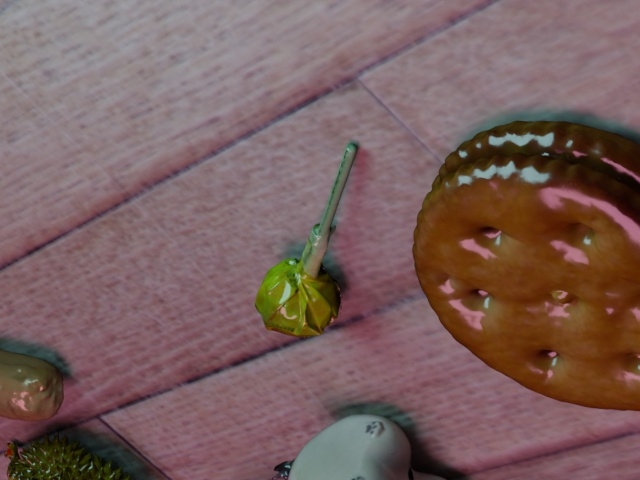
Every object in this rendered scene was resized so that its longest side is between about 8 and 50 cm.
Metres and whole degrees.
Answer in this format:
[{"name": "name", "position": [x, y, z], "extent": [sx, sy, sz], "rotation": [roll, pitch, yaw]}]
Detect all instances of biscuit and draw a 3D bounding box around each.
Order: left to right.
[{"name": "biscuit", "position": [0.162, 0.019, 1.247], "extent": [0.220, 0.066, 0.220], "rotation": [20, 144, 16]}]

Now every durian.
[{"name": "durian", "position": [-0.227, 0.240, 1.821], "extent": [0.208, 0.102, 0.146], "rotation": [33, 152, 43]}]

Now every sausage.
[{"name": "sausage", "position": [-0.358, 0.108, 1.776], "extent": [0.301, 0.066, 0.066], "rotation": [14, 142, 28]}]

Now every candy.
[{"name": "candy", "position": [0.000, 0.000, 1.376], "extent": [0.194, 0.062, 0.058], "rotation": [111, 144, -47]}]

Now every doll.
[{"name": "doll", "position": [0.054, 0.220, 1.550], "extent": [0.107, 0.110, 0.181], "rotation": [-21, 124, 39]}]
